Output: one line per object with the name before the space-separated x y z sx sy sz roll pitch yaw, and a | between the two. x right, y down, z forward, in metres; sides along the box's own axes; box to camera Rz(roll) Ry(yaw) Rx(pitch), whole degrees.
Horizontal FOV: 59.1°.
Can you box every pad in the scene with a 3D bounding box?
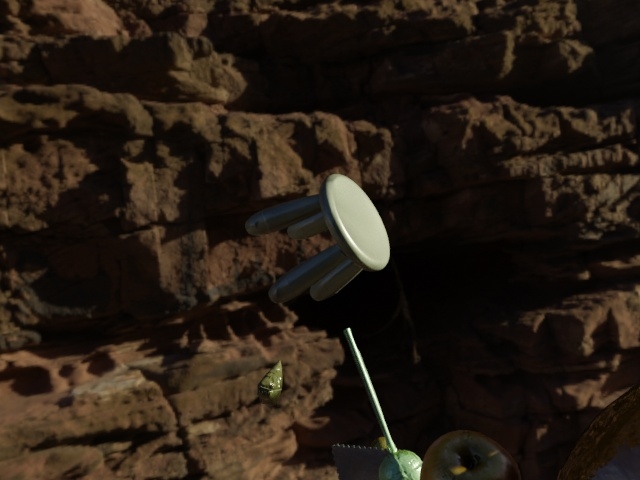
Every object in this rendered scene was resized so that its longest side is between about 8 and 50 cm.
pad | 0.159 0.719 1.623 0.270 0.269 0.012 -15 0 41

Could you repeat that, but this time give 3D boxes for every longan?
longan | 0.191 0.630 1.695 0.083 0.075 0.075 -7 0 26

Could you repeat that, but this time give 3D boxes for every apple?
apple | 0.222 0.357 0.838 0.146 0.146 0.146 -7 0 0

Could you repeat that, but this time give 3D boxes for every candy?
candy | 0.141 0.421 1.364 0.119 0.440 0.119 -20 -14 -5

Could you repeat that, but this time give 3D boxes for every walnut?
walnut | 0.460 0.336 0.793 0.336 0.209 0.209 -44 -8 11

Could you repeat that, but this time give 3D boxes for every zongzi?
zongzi | -0.131 0.357 1.495 0.062 0.130 0.154 13 -28 9

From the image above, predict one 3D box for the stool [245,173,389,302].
stool | 0.000 0.000 1.068 0.199 0.195 0.195 -27 -17 28
